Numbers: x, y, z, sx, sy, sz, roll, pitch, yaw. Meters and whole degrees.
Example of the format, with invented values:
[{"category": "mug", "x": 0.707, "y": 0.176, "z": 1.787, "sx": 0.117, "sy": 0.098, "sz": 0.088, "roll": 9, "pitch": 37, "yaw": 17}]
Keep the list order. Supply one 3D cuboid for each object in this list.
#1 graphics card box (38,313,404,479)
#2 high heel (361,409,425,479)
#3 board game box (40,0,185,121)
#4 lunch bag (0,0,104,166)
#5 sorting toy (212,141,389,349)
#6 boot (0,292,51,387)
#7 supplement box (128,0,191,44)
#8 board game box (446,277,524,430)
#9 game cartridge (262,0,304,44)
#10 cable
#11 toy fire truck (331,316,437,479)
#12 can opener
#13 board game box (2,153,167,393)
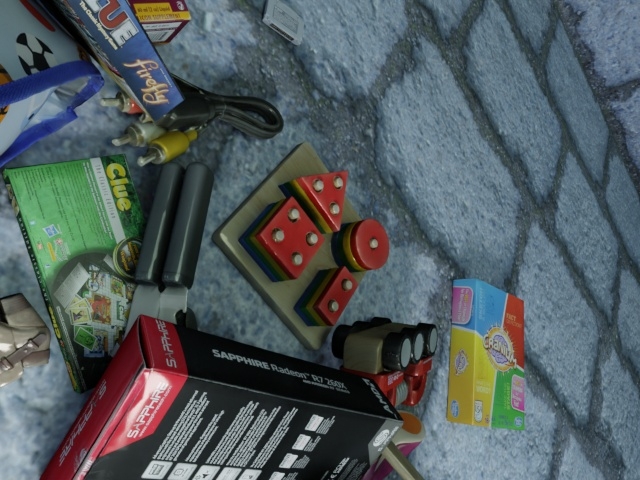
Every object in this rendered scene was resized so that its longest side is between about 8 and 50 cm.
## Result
[{"category": "graphics card box", "x": -0.096, "y": 0.246, "z": 0.561, "sx": 0.370, "sy": 0.094, "sz": 0.233, "roll": 26, "pitch": 102, "yaw": -36}, {"category": "high heel", "x": 0.105, "y": 0.384, "z": 0.834, "sx": 0.244, "sy": 0.082, "sz": 0.117, "roll": -6, "pitch": 125, "yaw": -59}, {"category": "board game box", "x": -0.243, "y": -0.241, "z": 0.451, "sx": 0.042, "sy": 0.243, "sz": 0.165, "roll": -42, "pitch": 157, "yaw": -10}, {"category": "lunch bag", "x": -0.371, "y": -0.189, "z": 0.354, "sx": 0.328, "sy": 0.238, "sz": 0.386, "roll": 51, "pitch": 19, "yaw": -25}, {"category": "sorting toy", "x": 0.000, "y": 0.000, "z": 0.777, "sx": 0.257, "sy": 0.089, "sz": 0.255, "roll": 53, "pitch": 51, "yaw": -22}, {"category": "boot", "x": -0.339, "y": 0.108, "z": 0.475, "sx": 0.118, "sy": 0.042, "sz": 0.087, "roll": -18, "pitch": 102, "yaw": -37}, {"category": "supplement box", "x": -0.262, "y": -0.356, "z": 0.607, "sx": 0.104, "sy": 0.080, "sz": 0.188, "roll": -30, "pitch": 102, "yaw": -42}, {"category": "board game box", "x": 0.397, "y": 0.272, "z": 1.114, "sx": 0.242, "sy": 0.064, "sz": 0.317, "roll": 22, "pitch": 68, "yaw": -39}, {"category": "game cartridge", "x": -0.065, "y": -0.395, "z": 0.844, "sx": 0.083, "sy": 0.017, "sz": 0.056, "roll": 22, "pitch": 71, "yaw": -39}, {"category": "cable", "x": -0.178, "y": -0.188, "z": 0.691, "sx": 0.287, "sy": 0.072, "sz": 0.140, "roll": -25, "pitch": 82, "yaw": -55}, {"category": "toy fire truck", "x": 0.126, "y": 0.265, "z": 0.785, "sx": 0.217, "sy": 0.158, "sz": 0.247, "roll": 6, "pitch": 88, "yaw": -60}, {"category": "can opener", "x": -0.185, "y": 0.039, "z": 0.586, "sx": 0.093, "sy": 0.074, "sz": 0.281, "roll": 50, "pitch": 43, "yaw": -71}, {"category": "board game box", "x": -0.264, "y": 0.032, "z": 0.567, "sx": 0.136, "sy": 0.030, "sz": 0.260, "roll": -19, "pitch": 95, "yaw": -41}]
